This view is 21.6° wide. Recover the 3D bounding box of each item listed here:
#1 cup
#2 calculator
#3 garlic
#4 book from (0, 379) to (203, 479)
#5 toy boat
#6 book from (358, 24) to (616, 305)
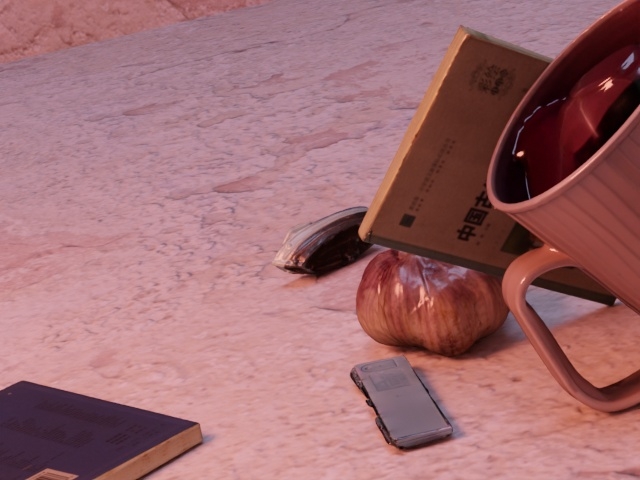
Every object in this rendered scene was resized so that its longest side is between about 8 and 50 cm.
[{"bbox_3d":[0.282,-0.017,1.333,0.208,0.273,0.288,-17,39,60],"label":"cup"},{"bbox_3d":[0.067,0.138,1.448,0.057,0.018,0.172,-16,18,-7],"label":"calculator"},{"bbox_3d":[0.104,0.045,1.573,0.147,0.102,0.159,-15,18,-14],"label":"garlic"},{"bbox_3d":[-0.261,0.188,1.501,0.269,0.025,0.191,6,24,45],"label":"book"},{"bbox_3d":[0.000,0.000,1.846,0.140,0.059,0.066,-27,36,-35],"label":"toy boat"},{"bbox_3d":[0.195,-0.057,1.479,0.283,0.215,0.025,13,25,-27],"label":"book"}]
